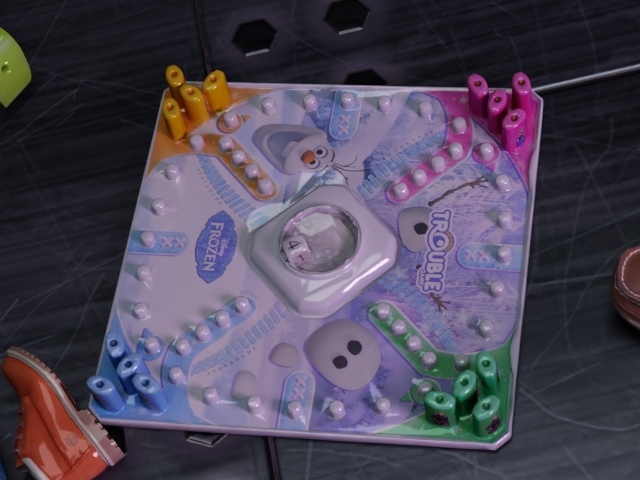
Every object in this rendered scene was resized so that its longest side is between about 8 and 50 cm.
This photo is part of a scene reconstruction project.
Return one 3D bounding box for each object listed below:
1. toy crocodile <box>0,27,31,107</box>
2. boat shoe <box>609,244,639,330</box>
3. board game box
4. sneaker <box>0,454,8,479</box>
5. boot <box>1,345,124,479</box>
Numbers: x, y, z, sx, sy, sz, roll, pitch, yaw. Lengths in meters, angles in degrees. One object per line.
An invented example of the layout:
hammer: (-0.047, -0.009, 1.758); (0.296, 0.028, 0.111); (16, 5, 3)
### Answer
toy crocodile: (-0.456, -0.226, 1.838); (0.341, 0.105, 0.115); (15, 62, 24)
boat shoe: (0.414, 0.031, 1.491); (0.324, 0.116, 0.123); (2, 58, 12)
board game box: (0.000, 0.000, 1.629); (0.390, 0.050, 0.390); (2, 58, 12)
sneaker: (-0.326, 0.238, 1.517); (0.092, 0.087, 0.228); (-13, 54, 5)
boot: (-0.257, 0.165, 1.569); (0.085, 0.059, 0.158); (-40, 60, -9)
